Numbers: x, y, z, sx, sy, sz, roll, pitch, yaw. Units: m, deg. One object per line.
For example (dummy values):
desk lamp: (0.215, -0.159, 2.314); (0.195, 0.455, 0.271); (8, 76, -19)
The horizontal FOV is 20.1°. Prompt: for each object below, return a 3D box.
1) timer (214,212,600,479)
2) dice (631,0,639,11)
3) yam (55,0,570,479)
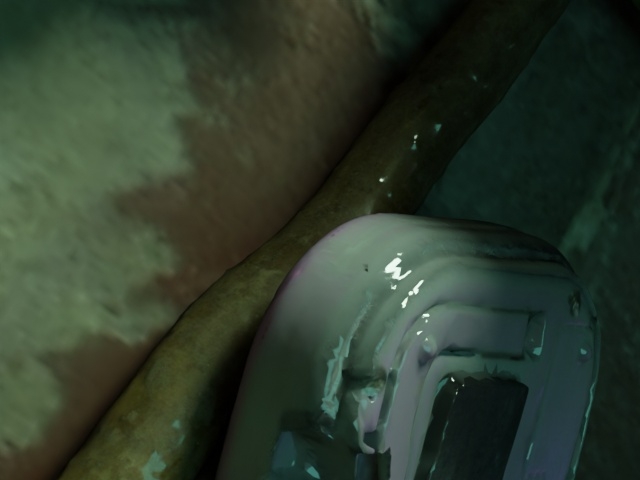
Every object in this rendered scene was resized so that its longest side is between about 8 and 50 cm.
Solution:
timer: (0.034, 0.095, 0.703); (0.191, 0.069, 0.208); (2, 106, -54)
dice: (0.315, -0.204, 0.754); (0.330, 0.322, 0.318); (41, 70, -40)
yam: (0.000, 0.000, 0.700); (0.327, 0.045, 0.045); (-51, 160, -25)
